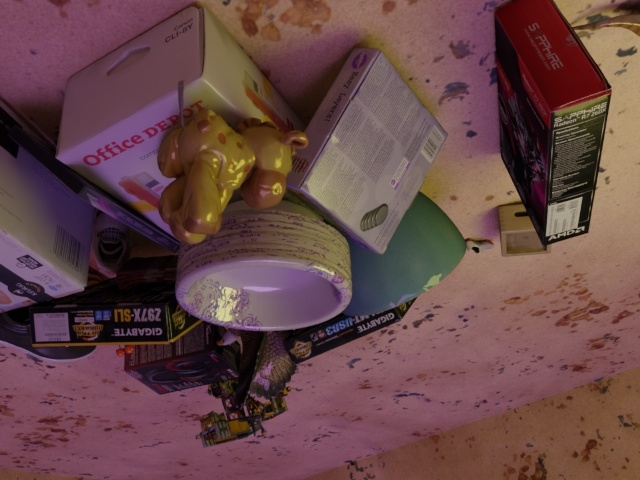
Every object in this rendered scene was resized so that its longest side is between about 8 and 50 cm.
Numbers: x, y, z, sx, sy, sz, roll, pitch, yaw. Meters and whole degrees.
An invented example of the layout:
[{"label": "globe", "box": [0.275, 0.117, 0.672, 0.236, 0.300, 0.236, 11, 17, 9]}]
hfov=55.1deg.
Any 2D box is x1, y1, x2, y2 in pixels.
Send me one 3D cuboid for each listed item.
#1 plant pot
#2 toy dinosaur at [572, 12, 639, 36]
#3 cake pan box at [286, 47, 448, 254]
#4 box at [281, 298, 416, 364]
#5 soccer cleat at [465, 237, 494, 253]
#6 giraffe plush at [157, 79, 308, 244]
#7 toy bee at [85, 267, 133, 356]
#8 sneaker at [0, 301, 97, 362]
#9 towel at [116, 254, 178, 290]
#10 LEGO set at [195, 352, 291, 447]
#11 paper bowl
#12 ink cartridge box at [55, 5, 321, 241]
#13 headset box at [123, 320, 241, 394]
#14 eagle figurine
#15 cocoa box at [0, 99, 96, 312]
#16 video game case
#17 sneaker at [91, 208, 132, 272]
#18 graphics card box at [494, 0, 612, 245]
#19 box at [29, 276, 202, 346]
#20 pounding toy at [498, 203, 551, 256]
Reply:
[{"label": "plant pot", "box": [0.116, -0.014, 1.221, 0.290, 0.290, 0.195, -24, 106, 22]}, {"label": "toy dinosaur", "box": [0.516, -0.343, 0.964, 0.211, 0.064, 0.112, 4, 146, -17]}, {"label": "cake pan box", "box": [0.082, -0.145, 1.016, 0.070, 0.267, 0.245, 24, 173, 44]}, {"label": "box", "box": [0.090, 0.168, 1.478, 0.293, 0.073, 0.295, -28, -178, 24]}, {"label": "soccer cleat", "box": [0.390, 0.017, 1.497, 0.083, 0.036, 0.029, 8, 143, -22]}, {"label": "giraffe plush", "box": [-0.116, -0.103, 0.843, 0.170, 0.181, 0.210, -1, 111, -32]}, {"label": "toy bee", "box": [-0.474, 0.179, 1.442, 0.298, 0.162, 0.195, 22, 134, -37]}, {"label": "sneaker", "box": [-0.669, 0.218, 1.503, 0.295, 0.105, 0.147, 26, 139, -34]}, {"label": "towel", "box": [-0.238, 0.054, 1.269, 0.329, 0.037, 0.237, -4, -173, -9]}, {"label": "LEGO set", "box": [-0.265, 0.484, 1.859, 0.192, 0.255, 0.331, 3, 156, -45]}, {"label": "paper bowl", "box": [-0.091, 0.035, 1.014, 0.284, 0.148, 0.284, 0, 151, 0]}, {"label": "ink cartridge box", "box": [-0.189, -0.146, 1.017, 0.279, 0.160, 0.384, -22, 144, 20]}, {"label": "headset box", "box": [-0.395, 0.332, 1.730, 0.293, 0.110, 0.218, -13, 147, 7]}, {"label": "eagle figurine", "box": [-0.154, 0.220, 1.436, 0.226, 0.298, 0.225, -16, 159, -32]}, {"label": "cocoa box", "box": [-0.569, -0.062, 0.996, 0.228, 0.231, 0.347, -16, 145, 11]}, {"label": "video game case", "box": [-0.368, -0.078, 1.032, 0.026, 0.196, 0.274, -52, 154, -5]}, {"label": "sneaker", "box": [-0.435, 0.017, 1.268, 0.090, 0.095, 0.235, -1, 150, -16]}, {"label": "graphics card box", "box": [0.373, -0.184, 1.019, 0.094, 0.233, 0.371, -18, 146, 8]}, {"label": "box", "box": [-0.352, 0.126, 1.193, 0.257, 0.079, 0.322, -4, -174, 8]}, {"label": "pounding toy", "box": [0.484, -0.032, 1.409, 0.141, 0.100, 0.130, -5, 147, 15]}]
